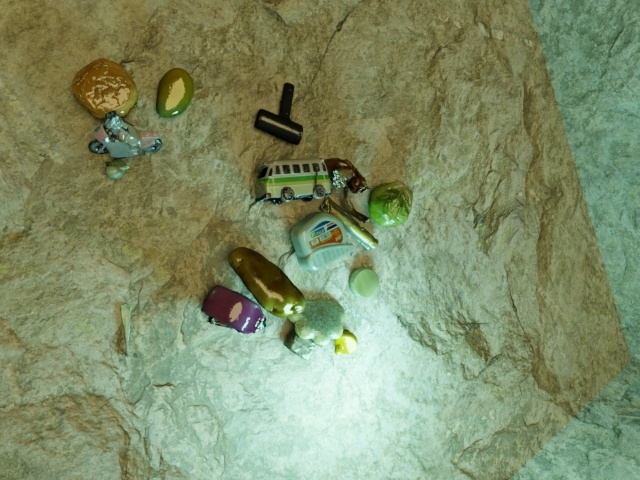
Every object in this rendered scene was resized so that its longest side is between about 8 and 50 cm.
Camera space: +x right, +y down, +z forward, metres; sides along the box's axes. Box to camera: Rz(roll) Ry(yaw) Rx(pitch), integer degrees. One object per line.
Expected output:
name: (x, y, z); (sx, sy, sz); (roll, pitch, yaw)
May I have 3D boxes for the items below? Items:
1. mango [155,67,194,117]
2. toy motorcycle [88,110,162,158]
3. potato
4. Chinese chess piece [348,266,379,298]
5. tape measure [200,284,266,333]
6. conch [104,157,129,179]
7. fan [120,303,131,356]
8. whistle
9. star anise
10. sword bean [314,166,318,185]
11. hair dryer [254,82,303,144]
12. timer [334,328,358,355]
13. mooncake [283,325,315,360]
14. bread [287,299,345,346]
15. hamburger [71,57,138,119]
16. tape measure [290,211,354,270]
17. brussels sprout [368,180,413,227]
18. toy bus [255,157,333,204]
mango: (-0.548, -0.548, 1.716); (0.130, 0.092, 0.195); (35, 80, -24)
toy motorcycle: (-0.679, -0.368, 1.588); (0.239, 0.204, 0.108); (-22, 70, -25)
potato: (-0.218, 0.168, 1.829); (0.369, 0.176, 0.195); (45, 48, -10)
Chinese chess piece: (0.199, 0.194, 2.106); (0.144, 0.058, 0.144); (-1, 93, -25)
tape measure: (-0.329, 0.276, 1.756); (0.245, 0.231, 0.149); (31, 77, -19)
conch: (-0.735, -0.256, 1.647); (0.085, 0.056, 0.076); (-20, 76, -42)
fan: (-0.713, 0.329, 1.684); (0.038, 0.016, 0.193); (-1, 90, -23)
whistle: (0.132, -0.073, 2.070); (0.326, 0.057, 0.068); (39, 74, -21)
star anise: (0.125, -0.234, 1.996); (0.346, 0.148, 0.237); (61, 24, 0)
sword bean: (-0.017, -0.262, 1.867); (0.012, 0.012, 0.083); (9, 79, -26)
hair dryer: (-0.159, -0.547, 1.924); (0.197, 0.089, 0.251); (17, 74, -23)
timer: (0.111, 0.459, 2.035); (0.107, 0.109, 0.107); (4, 114, 9)
mooncake: (-0.080, 0.428, 1.961); (0.130, 0.073, 0.125); (38, 71, -16)
bread: (-0.004, 0.349, 1.960); (0.286, 0.056, 0.207); (1, 59, -31)
hamburger: (-0.750, -0.523, 1.614); (0.213, 0.108, 0.214); (1, 87, -22)
tape measure: (0.001, 0.001, 1.971); (0.243, 0.125, 0.246); (-27, 105, -30)
brussels sprout: (0.319, -0.165, 2.113); (0.223, 0.161, 0.223); (2, 74, -8)
toy bus: (-0.119, -0.247, 1.900); (0.305, 0.143, 0.179); (-8, 92, -25)
